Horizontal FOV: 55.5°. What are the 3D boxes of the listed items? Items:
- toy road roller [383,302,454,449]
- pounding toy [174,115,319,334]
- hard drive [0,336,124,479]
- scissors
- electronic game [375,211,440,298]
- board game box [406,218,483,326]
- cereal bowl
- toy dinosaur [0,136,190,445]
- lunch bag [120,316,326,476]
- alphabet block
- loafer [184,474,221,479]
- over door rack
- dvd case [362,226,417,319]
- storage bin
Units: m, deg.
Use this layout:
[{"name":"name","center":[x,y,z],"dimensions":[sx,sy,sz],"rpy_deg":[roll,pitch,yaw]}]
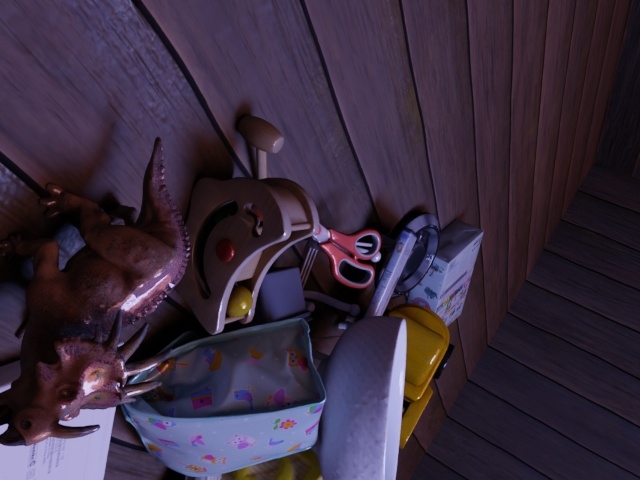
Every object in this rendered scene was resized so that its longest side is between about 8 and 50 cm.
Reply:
[{"name":"toy road roller","center":[0.172,0.299,1.411],"dimensions":[0.330,0.202,0.241],"rpy_deg":[-57,165,-17]},{"name":"pounding toy","center":[-0.073,-0.014,0.807],"dimensions":[0.154,0.154,0.270],"rpy_deg":[-10,123,-57]},{"name":"hard drive","center":[-0.376,0.249,0.635],"dimensions":[0.353,0.047,0.233],"rpy_deg":[-17,128,-55]},{"name":"scissors","center":[0.000,0.000,0.981],"dimensions":[0.297,0.021,0.109],"rpy_deg":[23,90,-43]},{"name":"electronic game","center":[0.213,0.038,1.460],"dimensions":[0.229,0.048,0.229],"rpy_deg":[-32,139,-34]},{"name":"board game box","center":[0.339,0.122,1.707],"dimensions":[0.224,0.097,0.304],"rpy_deg":[-31,138,-44]},{"name":"cereal bowl","center":[0.065,0.294,1.053],"dimensions":[0.339,0.141,0.339],"rpy_deg":[3,90,-77]},{"name":"toy dinosaur","center":[-0.200,0.049,0.593],"dimensions":[0.296,0.200,0.127],"rpy_deg":[-54,151,-18]},{"name":"lunch bag","center":[-0.138,0.234,0.876],"dimensions":[0.262,0.160,0.223],"rpy_deg":[-10,146,-10]},{"name":"alphabet block","center":[-0.093,0.480,1.170],"dimensions":[0.192,0.193,0.197],"rpy_deg":[-48,149,-29]},{"name":"loafer","center":[-0.238,0.489,1.021],"dimensions":[0.112,0.111,0.320],"rpy_deg":[56,44,-85]},{"name":"over door rack","center":[0.051,0.110,1.184],"dimensions":[0.324,0.108,0.240],"rpy_deg":[-1,116,-60]},{"name":"dvd case","center":[0.139,0.095,1.268],"dimensions":[0.253,0.022,0.180],"rpy_deg":[-67,167,2]},{"name":"storage bin","center":[-0.084,0.092,0.967],"dimensions":[0.135,0.098,0.091],"rpy_deg":[-8,93,-57]}]
